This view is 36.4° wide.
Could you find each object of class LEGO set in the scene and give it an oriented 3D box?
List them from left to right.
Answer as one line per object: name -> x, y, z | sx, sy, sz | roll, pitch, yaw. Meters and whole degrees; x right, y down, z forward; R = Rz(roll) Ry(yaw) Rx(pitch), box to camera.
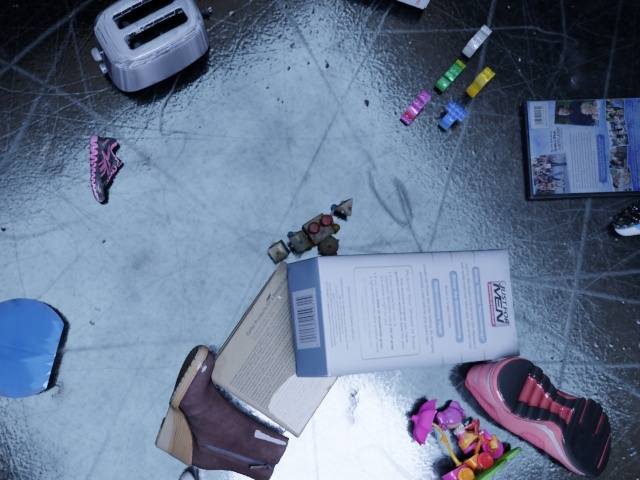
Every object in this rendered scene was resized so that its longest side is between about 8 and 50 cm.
LEGO set -> 0.253, -0.281, 1.725 | 0.087, 0.093, 0.227 | 41, 83, 1

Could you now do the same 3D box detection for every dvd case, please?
dvd case -> 0.493, -0.167, 1.766 | 0.253, 0.022, 0.180 | -2, 85, -5

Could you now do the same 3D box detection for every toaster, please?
toaster -> -0.282, -0.356, 1.669 | 0.227, 0.146, 0.129 | -28, 87, -7

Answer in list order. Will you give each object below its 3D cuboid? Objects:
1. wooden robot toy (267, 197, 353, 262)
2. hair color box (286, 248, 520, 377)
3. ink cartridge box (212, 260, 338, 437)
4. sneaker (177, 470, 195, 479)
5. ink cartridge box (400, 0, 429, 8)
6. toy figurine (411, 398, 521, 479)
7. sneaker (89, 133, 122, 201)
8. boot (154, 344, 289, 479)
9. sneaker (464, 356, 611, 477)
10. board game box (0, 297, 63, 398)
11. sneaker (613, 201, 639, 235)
wooden robot toy -> 0.000, 0.000, 1.692 | 0.173, 0.076, 0.079 | -33, 98, -6
hair color box -> 0.140, 0.115, 1.593 | 0.374, 0.113, 0.185 | -2, 83, -29
ink cartridge box -> -0.052, 0.183, 1.655 | 0.193, 0.088, 0.234 | 35, 85, 2
sneaker -> -0.242, 0.518, 1.599 | 0.151, 0.094, 0.256 | -11, 87, -11
ink cartridge box -> 0.133, -0.481, 1.730 | 0.150, 0.109, 0.063 | 18, 79, -2
toy figurine -> 0.233, 0.336, 1.659 | 0.173, 0.130, 0.159 | -28, 76, -28
sneaker -> -0.372, -0.126, 1.693 | 0.057, 0.047, 0.119 | 0, 85, -16
boot -> -0.147, 0.288, 1.594 | 0.207, 0.090, 0.248 | 19, 125, -6
sneaker -> 0.374, 0.294, 1.670 | 0.314, 0.136, 0.116 | 40, 69, -22
board game box -> -0.510, 0.183, 1.653 | 0.133, 0.033, 0.168 | 12, 78, 2
sneaker -> 0.643, -0.043, 1.737 | 0.237, 0.085, 0.086 | -15, 111, 1
